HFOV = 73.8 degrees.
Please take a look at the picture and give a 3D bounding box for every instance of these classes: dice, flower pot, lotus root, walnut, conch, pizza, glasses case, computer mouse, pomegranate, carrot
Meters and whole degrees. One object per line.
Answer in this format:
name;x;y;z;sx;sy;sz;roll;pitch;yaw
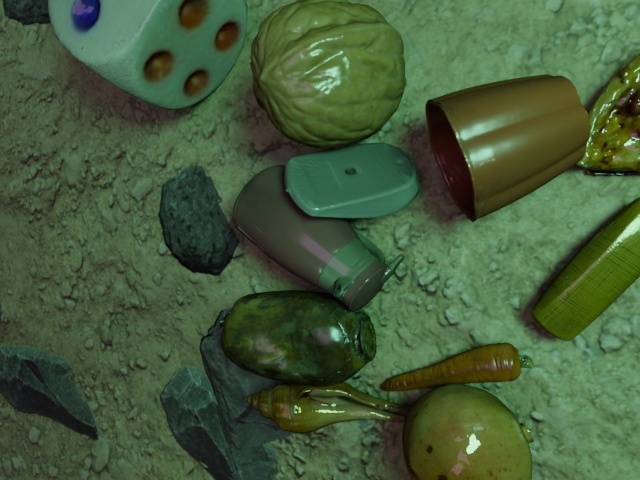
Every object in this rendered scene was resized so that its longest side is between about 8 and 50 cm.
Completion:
dice;-0.295;-0.407;0.768;0.243;0.259;0.251;43;105;12
flower pot;0.263;-0.142;0.605;0.173;0.191;0.190;-20;85;9
lotus root;-0.036;0.166;0.744;0.275;0.152;0.159;0;76;27
walnut;0.012;-0.253;0.656;0.225;0.261;0.224;24;123;43
conch;0.021;0.290;0.772;0.331;0.093;0.109;-2;100;3
pizza;0.483;-0.193;0.560;0.305;0.086;0.161;-41;79;20
glasses case;0.403;0.042;0.612;0.079;0.064;0.234;40;106;14
computer mouse;0.053;-0.091;0.688;0.231;0.079;0.127;-9;54;-17
pomegranate;0.215;0.309;0.637;0.192;0.191;0.191;1;93;22
carrot;0.212;0.214;0.705;0.257;0.061;0.061;-18;86;26

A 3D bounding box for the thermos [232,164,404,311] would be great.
thermos;0.000;0.000;0.718;0.265;0.176;0.145;39;124;24
